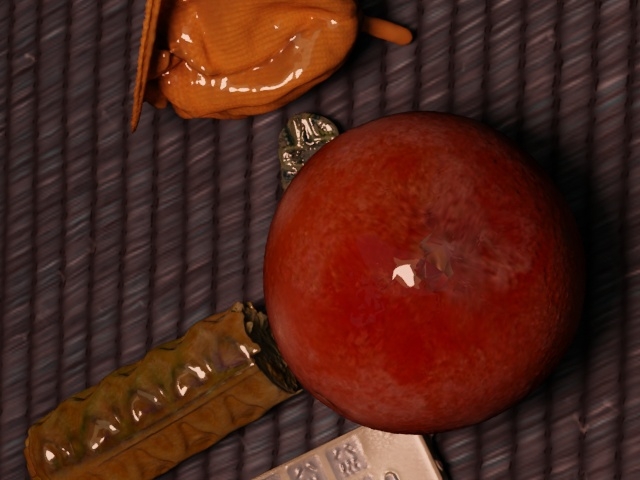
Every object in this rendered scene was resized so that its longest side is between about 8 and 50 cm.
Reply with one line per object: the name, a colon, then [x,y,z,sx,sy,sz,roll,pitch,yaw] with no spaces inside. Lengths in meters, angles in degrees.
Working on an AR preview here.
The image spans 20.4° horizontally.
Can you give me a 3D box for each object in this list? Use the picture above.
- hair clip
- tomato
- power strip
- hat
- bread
hair clip: [0.001,0.000,1.570,0.066,0.036,0.229,-8,81,16]
tomato: [0.083,0.029,1.427,0.265,0.265,0.265,0,89,20]
power strip: [0.021,0.215,1.559,0.192,0.035,0.081,-27,77,17]
hat: [-0.034,-0.201,1.547,0.233,0.244,0.233,10,124,-8]
bread: [-0.149,0.154,1.594,0.269,0.098,0.087,-30,37,16]
